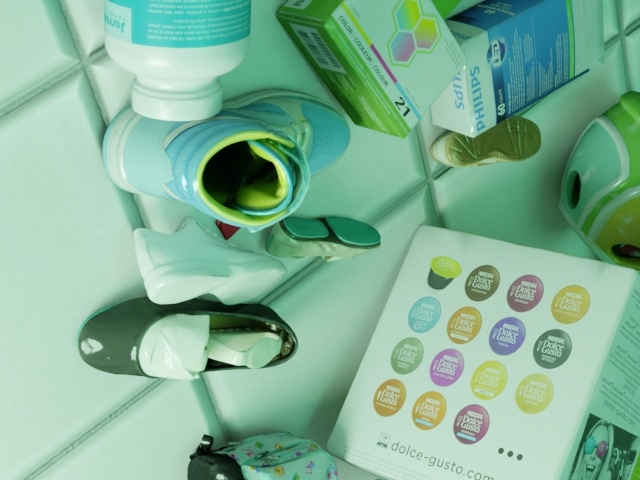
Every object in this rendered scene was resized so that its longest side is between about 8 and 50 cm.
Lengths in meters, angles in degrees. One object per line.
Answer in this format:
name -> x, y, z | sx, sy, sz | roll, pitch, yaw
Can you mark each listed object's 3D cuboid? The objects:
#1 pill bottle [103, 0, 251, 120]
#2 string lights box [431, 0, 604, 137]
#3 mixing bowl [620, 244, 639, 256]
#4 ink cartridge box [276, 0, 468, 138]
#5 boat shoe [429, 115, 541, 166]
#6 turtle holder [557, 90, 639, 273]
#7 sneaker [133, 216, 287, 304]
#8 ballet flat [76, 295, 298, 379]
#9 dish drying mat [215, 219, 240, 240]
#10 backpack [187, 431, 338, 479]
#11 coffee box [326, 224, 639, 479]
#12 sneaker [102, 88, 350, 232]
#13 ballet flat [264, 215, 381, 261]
pill bottle -> -0.139, -0.256, 1.366 | 0.146, 0.146, 0.264 | -16, 118, -38
string lights box -> 0.253, -0.247, 1.792 | 0.259, 0.076, 0.133 | -29, 126, -31
mixing bowl -> 0.501, 0.025, 2.137 | 0.181, 0.098, 0.181 | -19, 121, -36
ink cartridge box -> 0.100, -0.277, 1.606 | 0.255, 0.097, 0.189 | -50, 128, -14
boat shoe -> 0.214, -0.129, 1.825 | 0.170, 0.059, 0.063 | -7, 95, -35
turtle holder -> 0.471, -0.053, 1.926 | 0.227, 0.320, 0.243 | -42, 144, 13
sneaker -> -0.122, 0.016, 1.561 | 0.080, 0.094, 0.212 | -41, 154, 28
ballet flat -> -0.136, 0.110, 1.575 | 0.280, 0.096, 0.095 | -2, 109, -43
dish drying mat -> -0.086, -0.038, 1.617 | 0.083, 0.008, 0.032 | -46, 134, -18
backpack -> -0.069, 0.308, 1.717 | 0.182, 0.115, 0.152 | -13, 115, -42
coffee box -> 0.279, 0.214, 1.812 | 0.338, 0.337, 0.334 | 35, 74, -46
sneaker -> -0.048, -0.082, 1.487 | 0.319, 0.208, 0.127 | -12, 113, -40
ballet flat -> 0.000, 0.000, 1.696 | 0.168, 0.057, 0.052 | 6, 132, -41
